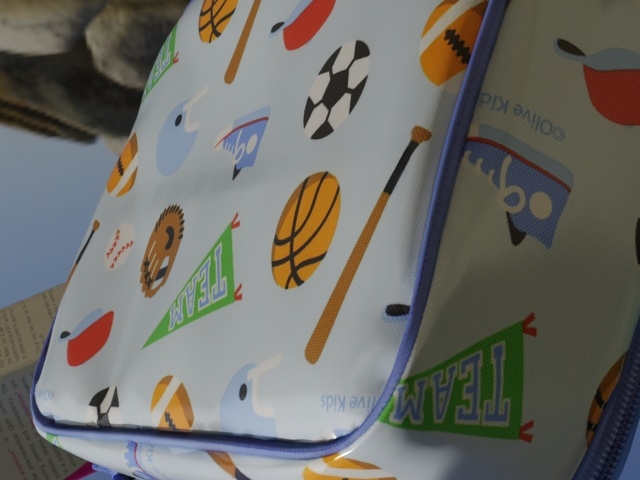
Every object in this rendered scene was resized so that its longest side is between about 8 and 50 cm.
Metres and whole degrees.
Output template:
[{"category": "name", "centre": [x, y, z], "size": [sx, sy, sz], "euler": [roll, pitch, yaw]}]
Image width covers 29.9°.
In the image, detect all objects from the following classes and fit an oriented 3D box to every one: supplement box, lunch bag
[{"category": "supplement box", "centre": [-0.196, 0.108, 0.915], "size": [0.220, 0.111, 0.114], "euler": [-23, -153, -13]}, {"category": "lunch bag", "centre": [0.000, 0.000, 0.466], "size": [0.115, 0.243, 0.303], "euler": [25, 161, -27]}]
